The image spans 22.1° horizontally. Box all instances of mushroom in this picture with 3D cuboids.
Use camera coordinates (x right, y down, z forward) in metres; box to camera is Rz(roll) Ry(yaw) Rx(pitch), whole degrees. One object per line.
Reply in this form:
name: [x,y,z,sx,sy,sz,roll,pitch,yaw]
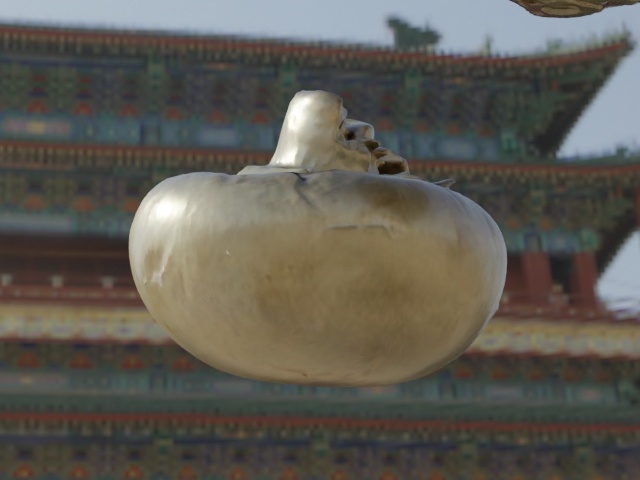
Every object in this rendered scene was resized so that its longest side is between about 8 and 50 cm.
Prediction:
mushroom: [0.000,0.000,0.980,0.226,0.178,0.226,7,6,-1]

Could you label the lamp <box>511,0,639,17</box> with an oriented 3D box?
lamp: [0.167,-0.209,0.864,0.180,0.180,0.258,16,-9,-32]
